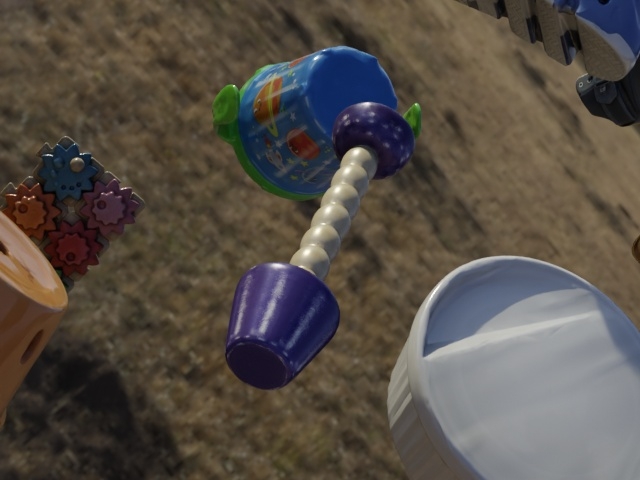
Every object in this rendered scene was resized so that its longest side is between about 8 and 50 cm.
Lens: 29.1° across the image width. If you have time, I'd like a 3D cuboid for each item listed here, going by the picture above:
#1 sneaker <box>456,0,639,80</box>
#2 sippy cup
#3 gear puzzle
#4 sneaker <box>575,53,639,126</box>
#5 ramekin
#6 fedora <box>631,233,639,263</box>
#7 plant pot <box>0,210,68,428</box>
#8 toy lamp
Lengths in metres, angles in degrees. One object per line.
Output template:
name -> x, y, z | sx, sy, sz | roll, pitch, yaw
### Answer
sneaker -> 0.151, -0.272, 0.943 | 0.315, 0.182, 0.127 | 36, -7, 18
sippy cup -> 0.002, -0.199, 1.958 | 0.240, 0.305, 0.224 | 56, -28, -6
gear puzzle -> -0.425, 0.018, 1.795 | 0.175, 0.339, 0.044 | 41, 1, -9
sneaker -> 0.379, -0.252, 1.517 | 0.086, 0.163, 0.226 | -5, 84, -29
ramekin -> 0.188, 0.160, 1.181 | 0.273, 0.127, 0.273 | 11, 56, -17
fedora -> 0.450, 0.033, 1.401 | 0.194, 0.194, 0.079 | 37, 48, -43
plant pot -> -0.407, 0.069, 1.294 | 0.291, 0.203, 0.291 | 46, 4, -5
toy lamp -> 0.000, 0.000, 0.912 | 0.080, 0.080, 0.275 | 47, 39, -17
